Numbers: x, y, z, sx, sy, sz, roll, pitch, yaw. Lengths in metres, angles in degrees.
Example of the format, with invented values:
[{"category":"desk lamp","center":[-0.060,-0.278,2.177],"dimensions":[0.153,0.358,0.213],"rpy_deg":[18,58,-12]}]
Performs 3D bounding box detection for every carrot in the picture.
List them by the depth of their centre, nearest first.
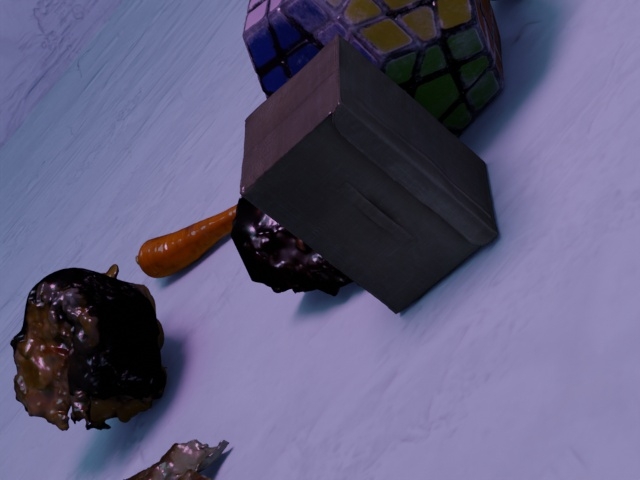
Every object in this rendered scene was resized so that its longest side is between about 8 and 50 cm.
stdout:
[{"category":"carrot","center":[-0.166,-0.003,2.003],"dimensions":[0.257,0.061,0.061],"rpy_deg":[-23,36,32]}]

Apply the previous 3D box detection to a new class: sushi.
[{"category":"sushi","center":[-0.289,0.137,1.855],"dimensions":[0.213,0.204,0.200],"rpy_deg":[31,112,35]}]

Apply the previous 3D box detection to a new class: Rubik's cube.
[{"category":"Rubik's cube","center":[0.064,-0.238,1.646],"dimensions":[0.319,0.319,0.264],"rpy_deg":[-26,7,44]}]

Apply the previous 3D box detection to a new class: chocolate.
[{"category":"chocolate","center":[0.000,0.000,1.621],"dimensions":[0.133,0.156,0.156],"rpy_deg":[19,72,47]}]

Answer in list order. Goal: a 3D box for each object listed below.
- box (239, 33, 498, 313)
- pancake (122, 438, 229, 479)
[{"category":"box","center":[0.051,-0.065,1.478],"dimensions":[0.149,0.231,0.155],"rpy_deg":[-40,28,25]},{"category":"pancake","center":[-0.168,0.355,1.466],"dimensions":[0.305,0.067,0.427],"rpy_deg":[-37,21,-11]}]
